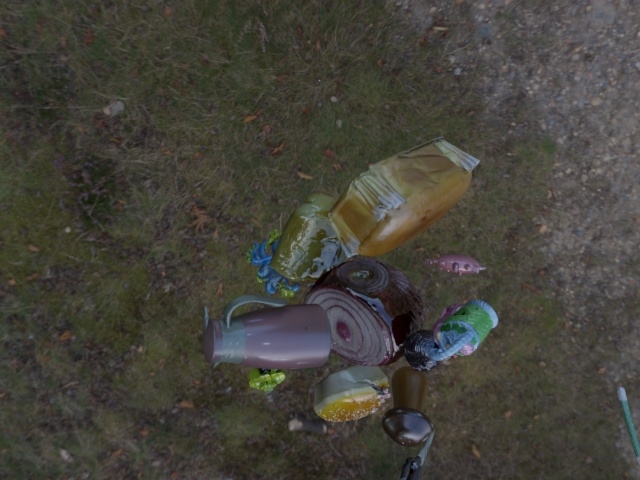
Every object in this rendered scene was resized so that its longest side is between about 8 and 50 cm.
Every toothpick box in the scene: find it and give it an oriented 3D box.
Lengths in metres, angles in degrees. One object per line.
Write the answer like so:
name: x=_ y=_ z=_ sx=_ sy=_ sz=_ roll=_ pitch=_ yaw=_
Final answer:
toothpick box: x=0.344 y=0.651 z=1.757 sx=0.191 sy=0.295 sz=0.192 roll=7 pitch=126 yaw=9

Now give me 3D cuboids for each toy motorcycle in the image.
toy motorcycle: x=-0.203 y=0.487 z=1.780 sx=0.142 sy=0.342 sz=0.206 roll=-24 pitch=97 yaw=2

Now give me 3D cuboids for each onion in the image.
onion: x=0.139 y=0.180 z=1.288 sx=0.336 sy=0.260 sz=0.282 roll=12 pitch=126 yaw=38

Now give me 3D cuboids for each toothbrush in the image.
toothbrush: x=0.705 y=0.460 z=0.999 sx=0.018 sy=0.024 sz=0.258 roll=-5 pitch=78 yaw=-20

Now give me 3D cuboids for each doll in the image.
doll: x=-0.152 y=0.104 z=1.912 sx=0.345 sy=0.341 sz=0.099 roll=16 pitch=137 yaw=14
doll: x=0.581 y=0.102 z=1.932 sx=0.261 sy=0.211 sz=0.093 roll=5 pitch=93 yaw=-5

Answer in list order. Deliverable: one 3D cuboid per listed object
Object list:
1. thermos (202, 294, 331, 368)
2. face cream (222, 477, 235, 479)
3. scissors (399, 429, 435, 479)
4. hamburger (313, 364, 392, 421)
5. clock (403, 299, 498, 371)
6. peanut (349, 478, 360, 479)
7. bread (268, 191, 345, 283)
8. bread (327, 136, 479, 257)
thermos: x=-0.120 y=0.200 z=0.976 sx=0.264 sy=0.146 sz=0.177 roll=5 pitch=110 yaw=-30
face cream: x=-0.237 y=0.695 z=1.195 sx=0.091 sy=0.091 sz=0.095 roll=-26 pitch=106 yaw=9
scissors: x=0.248 y=0.546 z=1.115 sx=0.022 sy=0.300 sz=0.109 roll=-3 pitch=95 yaw=26
hamburger: x=0.096 y=0.490 z=1.423 sx=0.226 sy=0.152 sz=0.295 roll=-10 pitch=156 yaw=-22
clock: x=0.303 y=0.232 z=1.072 sx=0.195 sy=0.194 sz=0.100 roll=-33 pitch=85 yaw=-22
peanut: x=0.127 y=0.863 z=1.523 sx=0.087 sy=0.207 sz=0.087 roll=2 pitch=65 yaw=-5
bread: x=0.000 y=0.000 z=1.615 sx=0.210 sy=0.300 sz=0.342 roll=23 pitch=86 yaw=23
bread: x=0.130 y=-0.066 z=0.685 sx=0.107 sy=0.241 sz=0.136 roll=50 pitch=139 yaw=13
